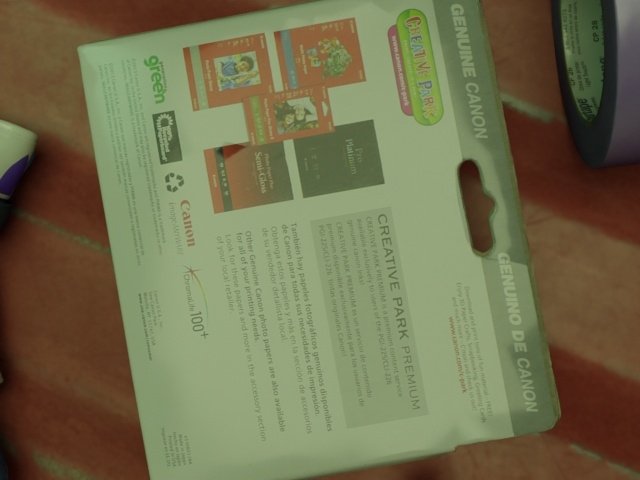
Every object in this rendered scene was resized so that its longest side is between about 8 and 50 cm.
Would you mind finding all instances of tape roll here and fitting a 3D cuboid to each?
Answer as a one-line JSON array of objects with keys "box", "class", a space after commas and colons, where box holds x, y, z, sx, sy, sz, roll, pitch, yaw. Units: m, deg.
[{"box": [0.211, -0.145, 0.610, 0.080, 0.189, 0.189, -6, 88, 5], "class": "tape roll"}]

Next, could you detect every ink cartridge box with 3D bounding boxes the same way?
[{"box": [0.000, 0.000, 0.653, 0.272, 0.130, 0.309, -10, 88, 3], "class": "ink cartridge box"}]

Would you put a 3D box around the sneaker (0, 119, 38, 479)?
[{"box": [-0.278, 0.026, 0.675, 0.236, 0.130, 0.323, -42, 80, 7], "class": "sneaker"}]
